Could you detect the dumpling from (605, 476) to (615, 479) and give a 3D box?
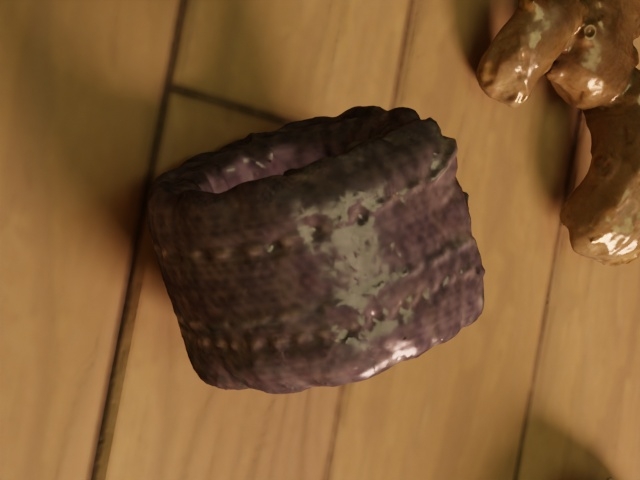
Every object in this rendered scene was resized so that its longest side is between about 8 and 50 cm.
[{"bbox_3d":[0.192,0.270,0.916,0.179,0.131,0.252,17,60,-57],"label":"dumpling"}]

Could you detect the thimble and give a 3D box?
[{"bbox_3d":[-0.002,0.001,0.711,0.150,0.150,0.098,-25,107,-35],"label":"thimble"}]

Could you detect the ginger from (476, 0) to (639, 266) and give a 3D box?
[{"bbox_3d":[0.144,-0.111,0.877,0.149,0.065,0.259,-2,101,-26],"label":"ginger"}]
